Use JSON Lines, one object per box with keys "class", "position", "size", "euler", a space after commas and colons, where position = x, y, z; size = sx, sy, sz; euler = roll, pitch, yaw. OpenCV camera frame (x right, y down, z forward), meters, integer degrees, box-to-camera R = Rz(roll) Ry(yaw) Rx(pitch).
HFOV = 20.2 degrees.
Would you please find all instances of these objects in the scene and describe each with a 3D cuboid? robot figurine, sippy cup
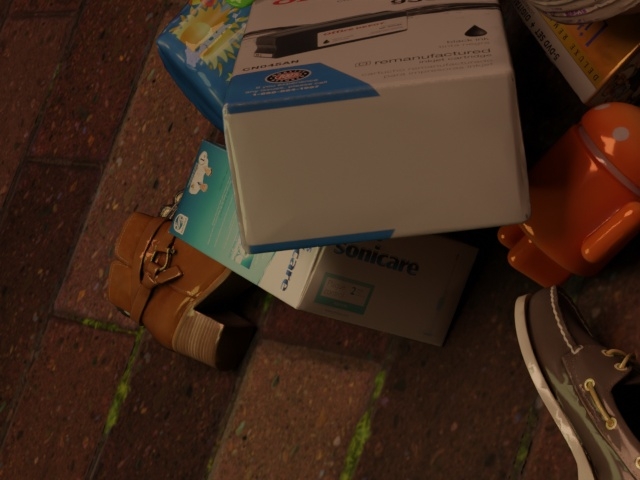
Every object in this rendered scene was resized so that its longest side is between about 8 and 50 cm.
{"class": "robot figurine", "position": [0.278, -0.052, 1.826], "size": [0.128, 0.158, 0.219], "euler": [46, 111, 8]}
{"class": "sippy cup", "position": [-0.072, -0.251, 2.211], "size": [0.224, 0.305, 0.240], "euler": [-41, 38, -10]}

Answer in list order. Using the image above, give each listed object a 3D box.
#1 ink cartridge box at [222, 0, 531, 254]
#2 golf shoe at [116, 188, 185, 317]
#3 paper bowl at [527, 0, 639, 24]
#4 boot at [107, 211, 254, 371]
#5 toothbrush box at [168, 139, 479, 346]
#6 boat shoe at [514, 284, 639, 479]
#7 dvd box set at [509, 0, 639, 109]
{"class": "ink cartridge box", "position": [0.061, -0.147, 1.885], "size": [0.285, 0.166, 0.395], "euler": [-7, 22, 5]}
{"class": "golf shoe", "position": [-0.206, 0.027, 2.396], "size": [0.198, 0.077, 0.094], "euler": [-58, 38, 8]}
{"class": "paper bowl", "position": [0.311, -0.345, 1.820], "size": [0.284, 0.148, 0.284], "euler": [-38, 32, 29]}
{"class": "boot", "position": [-0.150, 0.004, 2.287], "size": [0.220, 0.109, 0.283], "euler": [28, 105, 35]}
{"class": "toothbrush box", "position": [0.000, 0.000, 2.044], "size": [0.295, 0.216, 0.126], "euler": [26, 98, 52]}
{"class": "boat shoe", "position": [0.279, 0.165, 1.711], "size": [0.097, 0.116, 0.324], "euler": [-38, 48, 23]}
{"class": "dvd box set", "position": [0.383, -0.370, 1.946], "size": [0.420, 0.062, 0.307], "euler": [-47, 39, 20]}
